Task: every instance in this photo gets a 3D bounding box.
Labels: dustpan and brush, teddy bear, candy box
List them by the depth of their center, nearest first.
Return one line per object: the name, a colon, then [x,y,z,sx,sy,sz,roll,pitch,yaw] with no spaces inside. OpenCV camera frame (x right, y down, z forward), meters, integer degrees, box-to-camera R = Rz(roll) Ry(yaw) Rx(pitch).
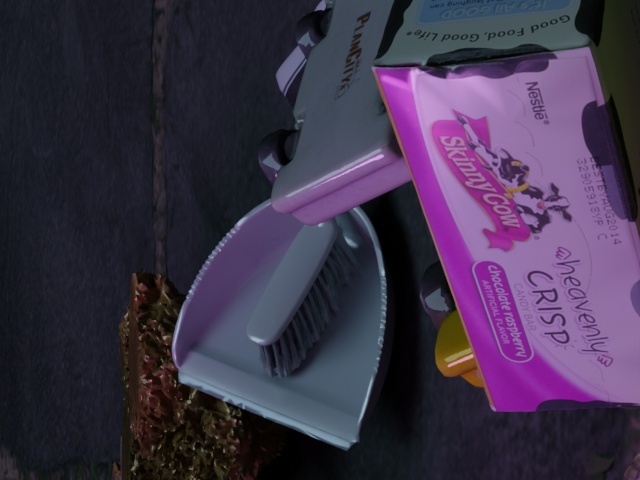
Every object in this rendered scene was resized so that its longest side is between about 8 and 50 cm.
candy box: [0.092,-0.077,0.663,0.233,0.071,0.159,-73,-29,-44]
dustpan and brush: [0.000,0.000,1.104,0.147,0.060,0.211,18,74,34]
teddy bear: [-0.083,0.156,1.300,0.245,0.113,0.338,-108,20,-53]

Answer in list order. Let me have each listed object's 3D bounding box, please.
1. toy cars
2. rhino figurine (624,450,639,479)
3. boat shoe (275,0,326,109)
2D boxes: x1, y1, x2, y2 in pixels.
toy cars: [0.077,-0.043,0.894,0.176,0.087,0.394,-48,28,1]
rhino figurine: [0.145,0.126,0.660,0.243,0.073,0.106,-42,42,24]
boat shoe: [0.015,-0.114,1.121,0.040,0.049,0.142,64,153,12]
